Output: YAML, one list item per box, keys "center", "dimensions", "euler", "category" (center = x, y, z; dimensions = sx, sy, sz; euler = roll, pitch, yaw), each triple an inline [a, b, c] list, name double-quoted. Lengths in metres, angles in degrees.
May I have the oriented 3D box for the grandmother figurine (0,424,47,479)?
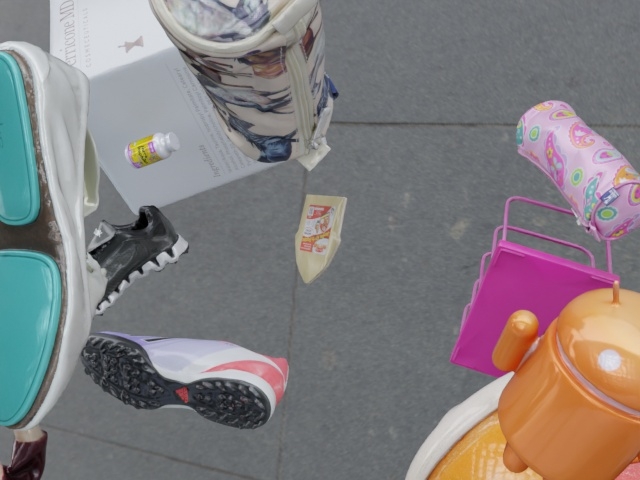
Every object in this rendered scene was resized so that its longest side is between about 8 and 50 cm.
- center: [-0.379, 0.275, 0.859]
  dimensions: [0.104, 0.342, 0.208]
  euler: [25, 67, 36]
  category: "grandmother figurine"

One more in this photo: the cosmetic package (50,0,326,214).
- center: [-0.240, -0.315, 1.441]
  dimensions: [0.393, 0.327, 0.329]
  euler: [-20, 49, 3]
  category: "cosmetic package"

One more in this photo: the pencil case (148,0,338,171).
- center: [-0.064, -0.206, 0.841]
  dimensions: [0.183, 0.410, 0.160]
  euler: [36, 84, 7]
  category: "pencil case"

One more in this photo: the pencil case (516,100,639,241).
- center: [0.425, -0.117, 1.279]
  dimensions: [0.124, 0.124, 0.284]
  euler: [-44, 38, 18]
  category: "pencil case"

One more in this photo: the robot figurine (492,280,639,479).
- center: [0.238, 0.130, 0.687]
  dimensions: [0.158, 0.128, 0.219]
  euler: [58, 138, 37]
  category: "robot figurine"

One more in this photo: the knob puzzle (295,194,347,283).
- center: [0.000, 0.000, 1.697]
  dimensions: [0.213, 0.030, 0.213]
  euler: [-32, 51, 52]
  category: "knob puzzle"

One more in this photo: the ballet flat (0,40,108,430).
- center: [-0.284, -0.003, 0.829]
  dimensions: [0.139, 0.139, 0.400]
  euler: [5, 98, 27]
  category: "ballet flat"

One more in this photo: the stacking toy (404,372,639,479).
- center: [0.342, 0.400, 0.898]
  dimensions: [0.350, 0.350, 0.480]
  euler: [-50, 43, 16]
  category: "stacking toy"

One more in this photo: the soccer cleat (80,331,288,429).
- center: [-0.203, 0.190, 1.162]
  dimensions: [0.318, 0.116, 0.109]
  euler: [10, 116, 16]
  category: "soccer cleat"

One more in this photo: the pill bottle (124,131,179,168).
- center: [-0.270, -0.147, 1.262]
  dimensions: [0.083, 0.043, 0.043]
  euler: [-17, 79, 21]
  category: "pill bottle"

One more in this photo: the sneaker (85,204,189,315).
- center: [-0.298, 0.029, 1.077]
  dimensions: [0.078, 0.234, 0.106]
  euler: [18, 138, 52]
  category: "sneaker"

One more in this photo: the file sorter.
- center: [0.382, 0.095, 1.420]
  dimensions: [0.202, 0.182, 0.291]
  euler: [17, 129, 5]
  category: "file sorter"
